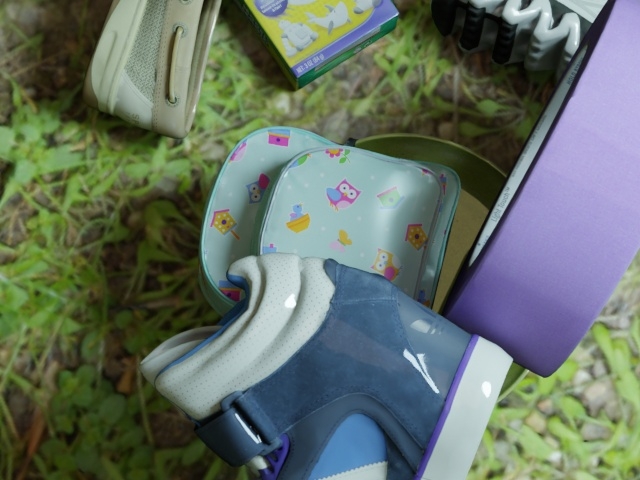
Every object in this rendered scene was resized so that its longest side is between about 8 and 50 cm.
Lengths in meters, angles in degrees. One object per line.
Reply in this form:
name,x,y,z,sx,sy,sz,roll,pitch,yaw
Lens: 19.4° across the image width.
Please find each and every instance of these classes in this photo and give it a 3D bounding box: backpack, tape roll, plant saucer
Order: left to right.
backpack,0.000,0.000,1.404,0.188,0.144,0.166,14,83,4
plant saucer,0.066,0.035,1.490,0.241,0.037,0.241,1,78,-4
tape roll,0.188,-0.041,1.353,0.090,0.275,0.275,27,78,2

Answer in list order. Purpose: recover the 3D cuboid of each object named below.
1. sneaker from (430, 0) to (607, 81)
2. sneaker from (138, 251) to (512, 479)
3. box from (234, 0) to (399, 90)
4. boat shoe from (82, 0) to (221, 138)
sneaker,0.239,-0.167,1.514,0.292,0.110,0.118,30,69,3
sneaker,-0.029,0.163,1.310,0.236,0.130,0.323,24,108,4
box,-0.026,-0.226,1.540,0.105,0.043,0.179,-33,79,-9
boat shoe,-0.091,-0.229,1.469,0.098,0.109,0.302,23,100,7
